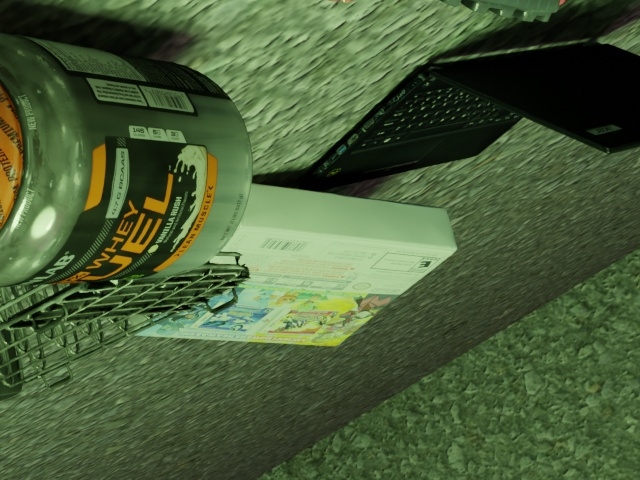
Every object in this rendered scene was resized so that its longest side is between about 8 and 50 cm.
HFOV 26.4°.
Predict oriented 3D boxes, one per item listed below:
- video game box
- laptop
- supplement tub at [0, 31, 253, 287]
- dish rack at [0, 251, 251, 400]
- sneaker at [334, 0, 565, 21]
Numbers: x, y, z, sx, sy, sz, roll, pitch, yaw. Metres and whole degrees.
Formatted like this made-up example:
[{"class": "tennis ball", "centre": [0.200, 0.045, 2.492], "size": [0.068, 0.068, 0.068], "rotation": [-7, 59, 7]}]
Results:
[{"class": "video game box", "centre": [-0.025, 0.025, 1.103], "size": [0.205, 0.048, 0.187], "rotation": [6, 146, -33]}, {"class": "laptop", "centre": [0.160, -0.070, 1.051], "size": [0.234, 0.136, 0.264], "rotation": [-14, 160, -44]}, {"class": "supplement tub", "centre": [-0.126, -0.037, 0.657], "size": [0.117, 0.117, 0.190], "rotation": [-35, 165, 25]}, {"class": "dish rack", "centre": [-0.188, 0.048, 0.863], "size": [0.272, 0.074, 0.208], "rotation": [-25, 170, 27]}, {"class": "sneaker", "centre": [0.012, -0.162, 0.527], "size": [0.299, 0.121, 0.112], "rotation": [-9, 127, -51]}]
